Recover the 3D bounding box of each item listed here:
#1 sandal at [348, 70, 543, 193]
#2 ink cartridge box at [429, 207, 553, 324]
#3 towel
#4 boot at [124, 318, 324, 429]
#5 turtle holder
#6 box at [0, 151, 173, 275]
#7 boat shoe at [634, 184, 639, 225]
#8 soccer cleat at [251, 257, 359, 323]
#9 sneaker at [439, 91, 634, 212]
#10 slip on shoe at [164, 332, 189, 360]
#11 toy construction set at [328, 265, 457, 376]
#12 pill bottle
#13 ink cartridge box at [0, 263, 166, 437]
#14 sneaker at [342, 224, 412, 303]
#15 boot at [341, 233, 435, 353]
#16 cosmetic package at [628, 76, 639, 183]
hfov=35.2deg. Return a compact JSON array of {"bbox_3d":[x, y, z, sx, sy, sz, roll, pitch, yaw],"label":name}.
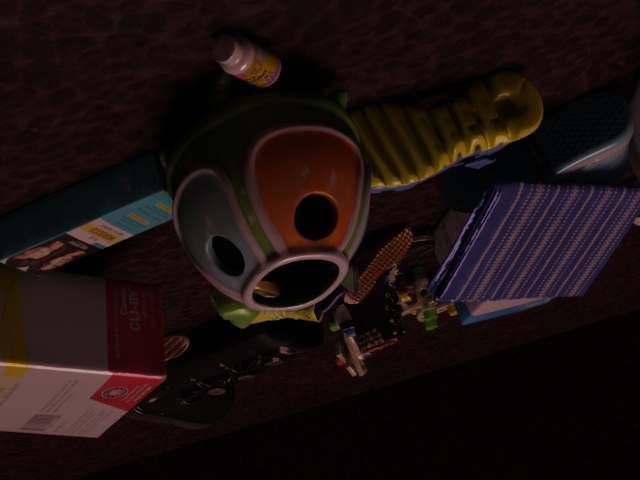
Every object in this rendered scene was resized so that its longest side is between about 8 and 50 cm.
[{"bbox_3d":[0.146,-0.130,1.391,0.318,0.126,0.138,-13,165,-11],"label":"sandal"},{"bbox_3d":[0.354,0.005,1.855,0.197,0.198,0.270,-13,162,-16],"label":"ink cartridge box"},{"bbox_3d":[0.348,0.000,1.607,0.336,0.040,0.243,0,131,-32],"label":"towel"},{"bbox_3d":[-0.177,0.267,2.227,0.445,0.146,0.367,-33,159,26],"label":"boot"},{"bbox_3d":[-0.078,-0.028,1.217,0.320,0.227,0.243,-33,148,29],"label":"turtle holder"},{"bbox_3d":[-0.299,-0.032,1.327,0.244,0.060,0.100,-22,161,11],"label":"box"},{"bbox_3d":[0.722,-0.129,1.999,0.277,0.098,0.096,-37,156,22],"label":"boat shoe"},{"bbox_3d":[-0.052,0.108,1.881,0.289,0.121,0.093,-29,160,30],"label":"soccer cleat"},{"bbox_3d":[0.361,-0.104,1.639,0.319,0.127,0.208,-22,156,13],"label":"sneaker"},{"bbox_3d":[-0.322,0.226,2.099,0.135,0.051,0.041,-39,-166,29],"label":"slip on shoe"},{"bbox_3d":[0.147,0.166,2.235,0.328,0.151,0.215,-35,159,14],"label":"toy construction set"},{"bbox_3d":[-0.081,-0.195,1.089,0.043,0.043,0.083,-27,160,25],"label":"pill bottle"},{"bbox_3d":[-0.456,0.160,1.456,0.385,0.160,0.279,10,148,-32],"label":"ink cartridge box"},{"bbox_3d":[0.090,0.028,1.894,0.185,0.084,0.069,-46,139,6],"label":"sneaker"},{"bbox_3d":[0.143,0.103,1.961,0.236,0.178,0.085,-27,160,27],"label":"boot"},{"bbox_3d":[0.681,-0.155,1.494,0.328,0.329,0.393,-20,163,-1],"label":"cosmetic package"}]
